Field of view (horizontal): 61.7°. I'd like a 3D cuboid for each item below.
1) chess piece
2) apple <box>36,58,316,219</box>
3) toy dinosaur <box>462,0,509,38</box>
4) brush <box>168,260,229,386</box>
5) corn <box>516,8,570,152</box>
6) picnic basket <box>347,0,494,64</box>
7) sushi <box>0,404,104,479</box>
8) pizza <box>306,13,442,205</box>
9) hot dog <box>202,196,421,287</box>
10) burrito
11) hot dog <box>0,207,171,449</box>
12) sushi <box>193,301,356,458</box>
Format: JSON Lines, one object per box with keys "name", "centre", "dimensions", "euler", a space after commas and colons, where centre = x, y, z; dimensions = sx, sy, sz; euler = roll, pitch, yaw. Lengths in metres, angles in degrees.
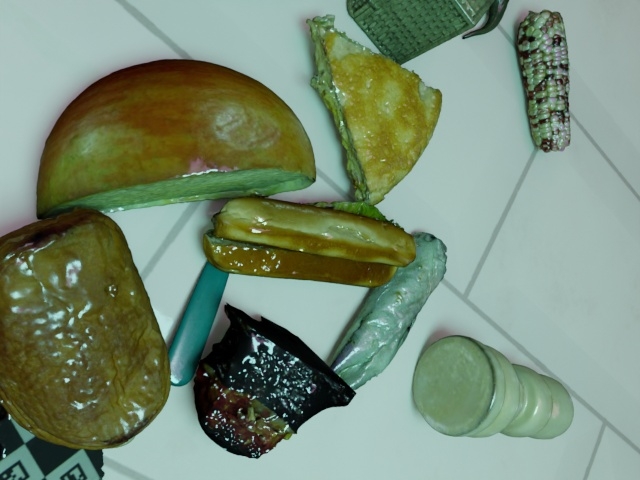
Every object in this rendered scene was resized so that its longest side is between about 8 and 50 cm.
{"name": "chess piece", "centre": [0.320, 0.276, 0.931], "dimensions": [0.300, 0.167, 0.167], "euler": [24, 76, -33]}
{"name": "apple", "centre": [-0.170, -0.121, 0.665], "dimensions": [0.346, 0.254, 0.179], "euler": [-9, 124, -27]}
{"name": "toy dinosaur", "centre": [0.304, -0.496, 1.028], "dimensions": [0.179, 0.087, 0.187], "euler": [-33, 88, 10]}
{"name": "brush", "centre": [-0.168, 0.104, 0.732], "dimensions": [0.043, 0.032, 0.193], "euler": [27, 63, -22]}
{"name": "corn", "centre": [0.447, -0.315, 1.064], "dimensions": [0.092, 0.092, 0.280], "euler": [-13, 99, -29]}
{"name": "picnic basket", "centre": [0.158, -0.394, 0.839], "dimensions": [0.154, 0.196, 0.134], "euler": [46, 68, -19]}
{"name": "sushi", "centre": [-0.380, 0.186, 0.596], "dimensions": [0.264, 0.050, 0.290], "euler": [1, 86, -49]}
{"name": "pizza", "centre": [0.072, -0.234, 0.855], "dimensions": [0.280, 0.075, 0.287], "euler": [-48, 112, -28]}
{"name": "hot dog", "centre": [0.000, 0.000, 0.777], "dimensions": [0.337, 0.135, 0.100], "euler": [7, 52, -29]}
{"name": "burrito", "centre": [0.116, 0.115, 0.866], "dimensions": [0.096, 0.066, 0.309], "euler": [43, 68, -15]}
{"name": "hot dog", "centre": [-0.269, 0.103, 0.602], "dimensions": [0.196, 0.122, 0.272], "euler": [-38, 125, -41]}
{"name": "sushi", "centre": [-0.088, 0.196, 0.707], "dimensions": [0.150, 0.153, 0.172], "euler": [-53, 135, -1]}
